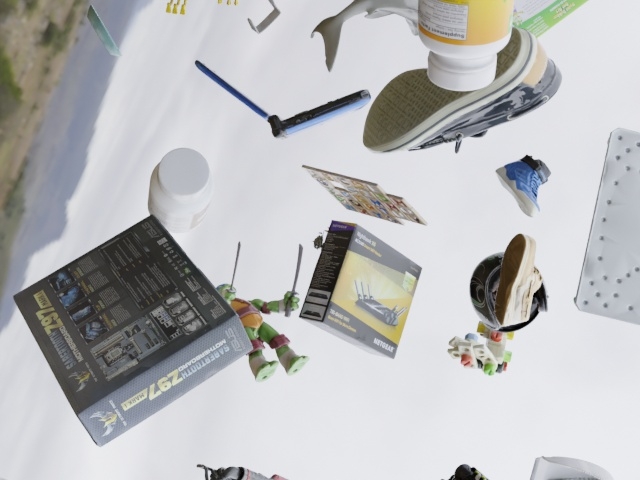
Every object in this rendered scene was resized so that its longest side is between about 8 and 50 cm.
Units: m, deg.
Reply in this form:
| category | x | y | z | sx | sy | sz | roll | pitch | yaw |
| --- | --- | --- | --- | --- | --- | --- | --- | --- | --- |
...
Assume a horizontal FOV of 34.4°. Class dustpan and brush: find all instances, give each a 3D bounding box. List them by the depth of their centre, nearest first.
| category | x | y | z | sx | sy | sz | roll | pitch | yaw |
| --- | --- | --- | --- | --- | --- | --- | --- | --- | --- |
| dustpan and brush | 0.406 | 0.373 | 1.476 | 0.060 | 0.211 | 0.147 | -94 | -175 | -50 |

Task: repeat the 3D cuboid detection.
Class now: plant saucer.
| category | x | y | z | sx | sy | sz | roll | pitch | yaw |
| --- | --- | --- | --- | --- | --- | --- | --- | --- | --- |
| plant saucer | -0.443 | -0.422 | 2.100 | 0.021 | 0.119 | 0.119 | -31 | -166 | -4 |

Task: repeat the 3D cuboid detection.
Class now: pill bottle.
| category | x | y | z | sx | sy | sz | roll | pitch | yaw |
| --- | --- | --- | --- | --- | --- | --- | --- | --- | --- |
| pill bottle | 0.208 | -0.344 | 1.471 | 0.136 | 0.137 | 0.245 | -83 | 173 | -52 |
| pill bottle | -0.287 | -0.105 | 2.124 | 0.229 | 0.131 | 0.131 | 126 | -14 | -71 |

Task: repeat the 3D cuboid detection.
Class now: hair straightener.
| category | x | y | z | sx | sy | sz | roll | pitch | yaw |
| --- | --- | --- | --- | --- | --- | --- | --- | --- | --- |
| hair straightener | -0.106 | 0.336 | 1.400 | 0.089 | 0.230 | 0.047 | -3 | -109 | 25 |

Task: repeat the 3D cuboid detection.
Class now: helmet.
| category | x | y | z | sx | sy | sz | roll | pitch | yaw |
| --- | --- | --- | --- | --- | --- | --- | --- | --- | --- |
| helmet | 0.382 | 0.107 | 2.112 | 0.161 | 0.169 | 0.169 | 130 | -16 | -88 |

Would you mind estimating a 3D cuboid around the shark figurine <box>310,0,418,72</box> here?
| category | x | y | z | sx | sy | sz | roll | pitch | yaw |
| --- | --- | --- | --- | --- | --- | --- | --- | --- | --- |
| shark figurine | 0.122 | -0.346 | 1.592 | 0.278 | 0.116 | 0.166 | -19 | 154 | -42 |

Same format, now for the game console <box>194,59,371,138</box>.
| category | x | y | z | sx | sy | sz | roll | pitch | yaw |
| --- | --- | --- | --- | --- | --- | --- | --- | --- | --- |
| game console | -0.061 | -0.272 | 1.813 | 0.250 | 0.173 | 0.293 | -21 | -174 | 2 |

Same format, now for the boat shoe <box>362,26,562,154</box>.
| category | x | y | z | sx | sy | sz | roll | pitch | yaw |
| --- | --- | --- | --- | --- | --- | --- | --- | --- | --- |
| boat shoe | 0.267 | -0.270 | 2.063 | 0.500 | 0.156 | 0.186 | -21 | -127 | 49 |

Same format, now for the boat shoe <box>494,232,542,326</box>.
| category | x | y | z | sx | sy | sz | roll | pitch | yaw |
| --- | --- | --- | --- | --- | --- | --- | --- | --- | --- |
| boat shoe | 0.321 | 0.061 | 1.640 | 0.063 | 0.059 | 0.170 | -108 | -159 | -52 |

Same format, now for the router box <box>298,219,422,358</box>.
| category | x | y | z | sx | sy | sz | roll | pitch | yaw |
| --- | --- | --- | --- | --- | --- | --- | --- | --- | --- |
| router box | 0.102 | 0.120 | 2.436 | 0.081 | 0.309 | 0.242 | 8 | -105 | 40 |

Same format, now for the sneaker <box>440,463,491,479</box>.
| category | x | y | z | sx | sy | sz | roll | pitch | yaw |
| --- | --- | --- | --- | --- | --- | --- | --- | --- | --- |
| sneaker | 0.253 | 0.428 | 1.746 | 0.097 | 0.084 | 0.234 | 67 | -22 | 10 |

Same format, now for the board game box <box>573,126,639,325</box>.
| category | x | y | z | sx | sy | sz | roll | pitch | yaw |
| --- | --- | --- | --- | --- | --- | --- | --- | --- | --- |
| board game box | 0.744 | -0.001 | 2.148 | 0.050 | 0.390 | 0.389 | 149 | -46 | -83 |

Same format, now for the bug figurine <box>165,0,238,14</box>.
| category | x | y | z | sx | sy | sz | roll | pitch | yaw |
| --- | --- | --- | --- | --- | --- | --- | --- | --- | --- |
| bug figurine | -0.239 | -0.597 | 2.109 | 0.072 | 0.216 | 0.278 | -65 | 167 | -63 |

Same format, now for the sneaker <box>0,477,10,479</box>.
| category | x | y | z | sx | sy | sz | roll | pitch | yaw |
| --- | --- | --- | --- | --- | --- | --- | --- | --- | --- |
| sneaker | -0.405 | 0.330 | 1.254 | 0.106 | 0.290 | 0.123 | -56 | -176 | -19 |

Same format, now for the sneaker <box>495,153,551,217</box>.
| category | x | y | z | sx | sy | sz | roll | pitch | yaw |
| --- | --- | --- | --- | --- | --- | --- | --- | --- | --- |
| sneaker | 0.380 | -0.104 | 1.857 | 0.085 | 0.058 | 0.152 | -29 | -149 | 4 |

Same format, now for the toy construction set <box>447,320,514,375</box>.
| category | x | y | z | sx | sy | sz | roll | pitch | yaw |
| --- | --- | --- | --- | --- | --- | --- | --- | --- | --- |
| toy construction set | 0.440 | 0.214 | 2.622 | 0.327 | 0.151 | 0.215 | -56 | 162 | -33 |

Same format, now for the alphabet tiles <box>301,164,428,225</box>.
| category | x | y | z | sx | sy | sz | roll | pitch | yaw |
| --- | --- | --- | --- | --- | --- | --- | --- | --- | --- |
| alphabet tiles | 0.099 | -0.083 | 2.106 | 0.237 | 0.198 | 0.009 | 18 | -105 | 38 |

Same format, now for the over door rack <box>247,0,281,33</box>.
| category | x | y | z | sx | sy | sz | roll | pitch | yaw |
| --- | --- | --- | --- | --- | --- | --- | --- | --- | --- |
| over door rack | -0.156 | -0.536 | 1.680 | 0.239 | 0.108 | 0.324 | 45 | -23 | 41 |

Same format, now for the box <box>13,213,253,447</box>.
| category | x | y | z | sx | sy | sz | roll | pitch | yaw |
| --- | --- | --- | --- | --- | --- | --- | --- | --- | --- |
| box | -0.203 | 0.086 | 1.089 | 0.183 | 0.059 | 0.233 | -32 | -140 | -14 |

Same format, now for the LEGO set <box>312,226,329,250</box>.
| category | x | y | z | sx | sy | sz | roll | pitch | yaw |
| --- | --- | --- | --- | --- | --- | --- | --- | --- | --- |
| LEGO set | 0.000 | -0.003 | 2.420 | 0.083 | 0.024 | 0.054 | -62 | -146 | 36 |

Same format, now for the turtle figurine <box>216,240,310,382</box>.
| category | x | y | z | sx | sy | sz | roll | pitch | yaw |
| --- | --- | --- | --- | --- | --- | --- | --- | --- | --- |
| turtle figurine | -0.125 | 0.154 | 2.248 | 0.275 | 0.198 | 0.266 | -37 | -117 | 7 |

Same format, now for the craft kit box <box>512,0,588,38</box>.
| category | x | y | z | sx | sy | sz | roll | pitch | yaw |
| --- | --- | --- | --- | --- | --- | --- | --- | --- | --- |
| craft kit box | 0.465 | -0.590 | 2.319 | 0.250 | 0.246 | 0.061 | -36 | -173 | -21 |
